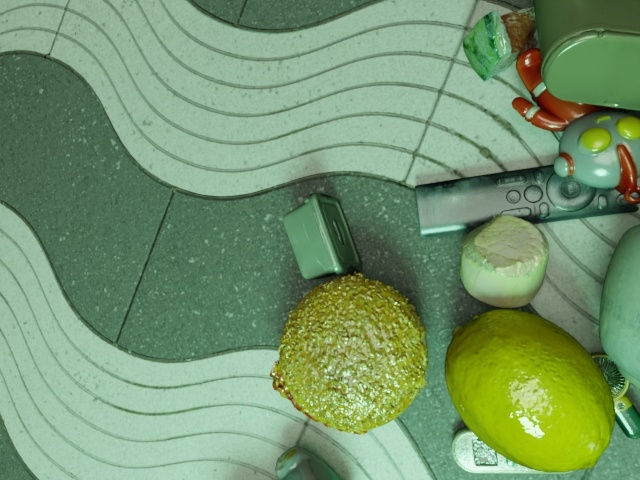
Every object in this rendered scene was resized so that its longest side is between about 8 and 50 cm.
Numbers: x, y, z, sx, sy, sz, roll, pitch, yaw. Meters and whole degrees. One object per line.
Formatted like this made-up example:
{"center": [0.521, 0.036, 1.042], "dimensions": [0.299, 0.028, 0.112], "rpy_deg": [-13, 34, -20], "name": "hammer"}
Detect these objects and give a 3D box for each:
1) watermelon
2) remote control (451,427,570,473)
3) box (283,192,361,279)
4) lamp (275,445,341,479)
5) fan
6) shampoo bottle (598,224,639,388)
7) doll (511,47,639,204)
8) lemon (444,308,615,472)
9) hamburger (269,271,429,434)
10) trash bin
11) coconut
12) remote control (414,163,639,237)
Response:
{"center": [0.345, -0.375, 0.944], "dimensions": [0.158, 0.121, 0.098], "rpy_deg": [-29, 94, -31], "name": "watermelon"}
{"center": [0.350, 0.376, 0.889], "dimensions": [0.221, 0.042, 0.078], "rpy_deg": [-8, 85, 17], "name": "remote control"}
{"center": [0.000, 0.000, 0.985], "dimensions": [0.092, 0.124, 0.172], "rpy_deg": [-24, 78, 24], "name": "box"}
{"center": [-0.063, 0.579, 0.933], "dimensions": [0.247, 0.247, 0.301], "rpy_deg": [43, 87, -24], "name": "lamp"}
{"center": [0.504, 0.268, 0.851], "dimensions": [0.082, 0.039, 0.155], "rpy_deg": [-31, 80, 12], "name": "fan"}
{"center": [0.578, 0.094, 0.693], "dimensions": [0.322, 0.322, 0.318], "rpy_deg": [25, 99, 17], "name": "shampoo bottle"}
{"center": [0.456, -0.206, 0.840], "dimensions": [0.199, 0.105, 0.337], "rpy_deg": [-17, 66, 5], "name": "doll"}
{"center": [0.333, 0.238, 0.804], "dimensions": [0.263, 0.236, 0.236], "rpy_deg": [20, 92, 12], "name": "lemon"}
{"center": [0.060, 0.211, 0.914], "dimensions": [0.276, 0.179, 0.294], "rpy_deg": [32, 95, 14], "name": "hamburger"}
{"center": [0.473, -0.340, 0.795], "dimensions": [0.243, 0.121, 0.248], "rpy_deg": [9, 56, 3], "name": "trash bin"}
{"center": [0.321, 0.043, 0.868], "dimensions": [0.147, 0.153, 0.147], "rpy_deg": [-7, 53, 10], "name": "coconut"}
{"center": [0.370, -0.080, 0.914], "dimensions": [0.377, 0.044, 0.107], "rpy_deg": [-7, 87, 17], "name": "remote control"}
